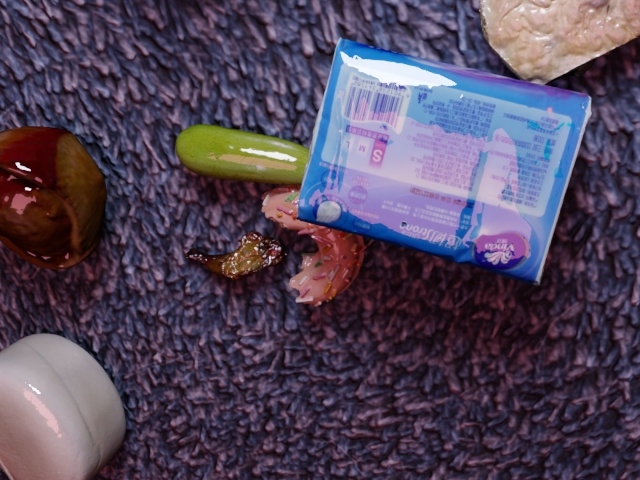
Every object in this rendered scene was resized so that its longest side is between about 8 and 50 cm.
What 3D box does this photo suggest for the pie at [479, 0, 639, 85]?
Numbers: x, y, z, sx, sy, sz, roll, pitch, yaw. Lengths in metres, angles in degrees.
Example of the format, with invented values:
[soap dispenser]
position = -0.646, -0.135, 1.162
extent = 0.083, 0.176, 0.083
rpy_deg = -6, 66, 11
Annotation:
[pie]
position = 0.264, -0.269, 0.751
extent = 0.218, 0.052, 0.185
rpy_deg = -25, 105, 26

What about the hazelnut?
[hazelnut]
position = -0.364, -0.052, 0.957
extent = 0.170, 0.160, 0.201
rpy_deg = 23, 123, 36

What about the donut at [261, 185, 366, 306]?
[donut]
position = 0.000, 0.000, 0.928
extent = 0.117, 0.065, 0.166
rpy_deg = -23, 105, 24

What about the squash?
[squash]
position = -0.086, -0.101, 0.915
extent = 0.201, 0.066, 0.066
rpy_deg = 12, 114, 9

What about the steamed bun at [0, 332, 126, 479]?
[steamed bun]
position = -0.399, 0.262, 1.103
extent = 0.164, 0.146, 0.241
rpy_deg = -13, 107, 25

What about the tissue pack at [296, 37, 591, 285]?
[tissue pack]
position = 0.126, -0.087, 0.799
extent = 0.263, 0.146, 0.198
rpy_deg = 15, 99, 6

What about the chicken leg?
[chicken leg]
position = -0.115, 0.024, 0.988
extent = 0.145, 0.037, 0.062
rpy_deg = -15, 84, 20
